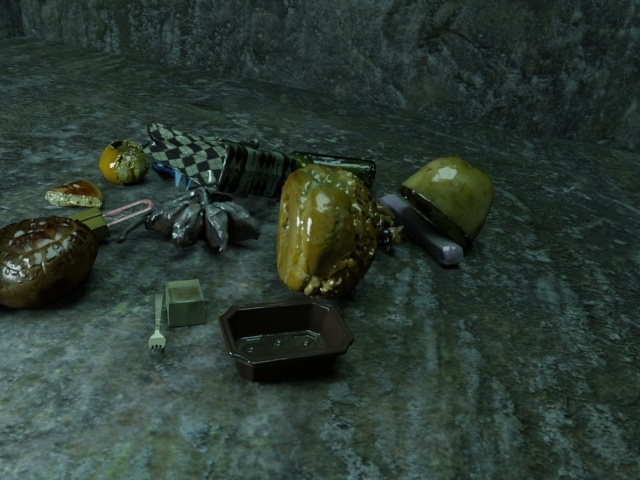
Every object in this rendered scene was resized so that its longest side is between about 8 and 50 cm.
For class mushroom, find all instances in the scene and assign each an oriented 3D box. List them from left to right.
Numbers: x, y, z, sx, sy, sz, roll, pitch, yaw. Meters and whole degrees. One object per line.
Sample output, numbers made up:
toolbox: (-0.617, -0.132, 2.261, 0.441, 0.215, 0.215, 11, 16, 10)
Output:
mushroom: (-0.603, 0.036, 1.146, 0.253, 0.153, 0.253, -2, 29, 1)

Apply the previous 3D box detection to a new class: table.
table: (-0.291, 0.133, 1.140, 0.079, 0.062, 0.083, -3, 30, -21)

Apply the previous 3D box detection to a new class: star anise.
star anise: (-0.316, -0.059, 1.406, 0.315, 0.139, 0.359, 5, 23, 11)

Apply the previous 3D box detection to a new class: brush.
brush: (-0.542, -0.055, 1.375, 0.233, 0.047, 0.103, -23, 41, -23)

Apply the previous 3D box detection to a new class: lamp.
lamp: (0.171, -0.042, 1.545, 0.118, 0.118, 0.253, -5, 24, -24)

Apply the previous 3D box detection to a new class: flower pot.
flower pot: (-0.072, 0.204, 1.055, 0.250, 0.084, 0.179, -2, 30, -22)

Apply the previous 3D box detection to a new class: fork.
fork: (-0.342, 0.169, 1.109, 0.034, 0.029, 0.219, -7, 27, -13)

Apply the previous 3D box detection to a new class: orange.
orange: (-0.618, -0.246, 1.675, 0.156, 0.134, 0.157, -3, 34, 2)

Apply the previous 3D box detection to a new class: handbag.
handbag: (-0.300, -0.245, 1.607, 0.316, 0.180, 0.416, 21, 10, 20)

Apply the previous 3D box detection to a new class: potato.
potato: (0.396, -0.137, 1.590, 0.285, 0.242, 0.242, 38, 33, 3)

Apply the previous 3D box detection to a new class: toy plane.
toy plane: (-0.490, -0.240, 1.755, 0.246, 0.078, 0.169, 31, 8, 41)

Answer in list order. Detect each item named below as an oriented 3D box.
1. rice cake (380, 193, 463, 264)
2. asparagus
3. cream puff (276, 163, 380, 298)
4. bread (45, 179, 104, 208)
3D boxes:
rice cake: (0.298, -0.042, 1.639, 0.070, 0.064, 0.399, -15, 35, -20)
asparagus: (0.007, -0.256, 1.908, 0.381, 0.108, 0.128, 8, 29, 2)
cream puff: (0.024, -0.025, 1.253, 0.231, 0.327, 0.343, 6, -13, -14)
bread: (-0.690, -0.136, 1.529, 0.154, 0.054, 0.136, 9, 29, -12)
